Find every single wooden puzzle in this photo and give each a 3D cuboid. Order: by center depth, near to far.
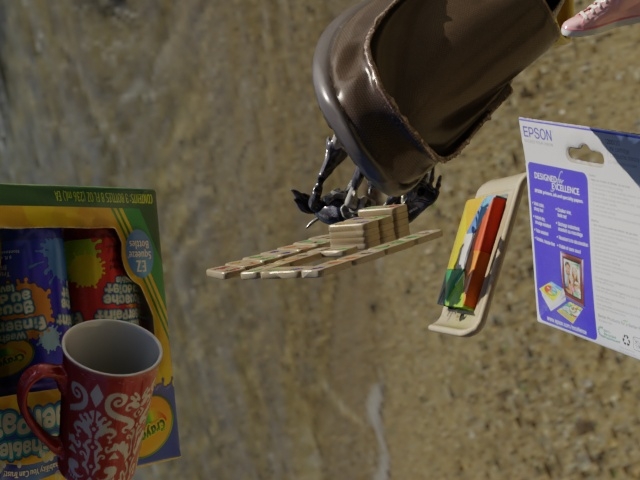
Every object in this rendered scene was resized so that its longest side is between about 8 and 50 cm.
[{"bbox_3d":[0.212,0.016,1.914,0.221,0.044,0.239,170,121,-82],"label":"wooden puzzle"}]

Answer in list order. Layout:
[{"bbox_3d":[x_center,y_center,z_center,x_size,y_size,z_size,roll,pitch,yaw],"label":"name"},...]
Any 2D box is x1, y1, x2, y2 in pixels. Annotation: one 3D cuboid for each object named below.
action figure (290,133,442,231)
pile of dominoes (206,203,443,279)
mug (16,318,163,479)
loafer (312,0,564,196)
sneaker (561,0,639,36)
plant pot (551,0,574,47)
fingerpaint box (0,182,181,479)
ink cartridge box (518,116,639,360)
[{"bbox_3d":[0.069,-0.071,1.878,0.164,0.141,0.275,34,161,-12],"label":"action figure"},{"bbox_3d":[0.000,0.000,1.581,0.196,0.251,0.040,-3,99,39],"label":"pile of dominoes"},{"bbox_3d":[-0.263,0.186,1.589,0.113,0.150,0.169,-82,3,-62],"label":"mug"},{"bbox_3d":[0.109,-0.169,1.094,0.130,0.366,0.134,-27,109,37],"label":"loafer"},{"bbox_3d":[0.396,-0.328,1.941,0.051,0.134,0.070,-98,-6,-66],"label":"sneaker"},{"bbox_3d":[0.255,-0.411,2.183,0.239,0.254,0.254,-8,99,20],"label":"plant pot"},{"bbox_3d":[-0.374,0.121,1.729,0.163,0.445,0.371,-7,86,30],"label":"fingerpaint box"},{"bbox_3d":[0.258,-0.006,1.256,0.206,0.045,0.208,22,123,63],"label":"ink cartridge box"}]
